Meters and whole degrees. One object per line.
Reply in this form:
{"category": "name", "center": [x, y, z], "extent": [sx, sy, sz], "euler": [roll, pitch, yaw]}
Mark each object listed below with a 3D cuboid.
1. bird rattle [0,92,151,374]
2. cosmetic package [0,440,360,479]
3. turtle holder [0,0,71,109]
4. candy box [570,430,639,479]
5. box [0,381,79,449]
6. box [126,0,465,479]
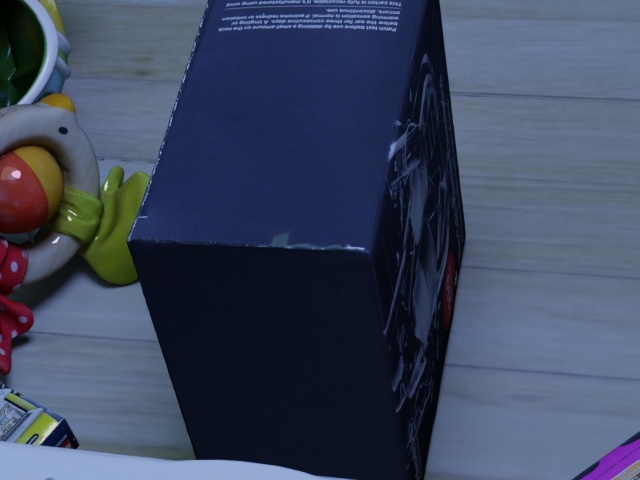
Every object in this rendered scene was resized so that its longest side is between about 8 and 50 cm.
{"category": "bird rattle", "center": [-0.273, -0.018, 1.608], "extent": [0.253, 0.207, 0.143], "euler": [-27, 30, -25]}
{"category": "cosmetic package", "center": [-0.060, 0.368, 1.056], "extent": [0.329, 0.394, 0.327], "euler": [5, 50, 7]}
{"category": "turtle holder", "center": [-0.329, -0.178, 1.699], "extent": [0.320, 0.243, 0.227], "euler": [-31, 14, -33]}
{"category": "candy box", "center": [0.290, 0.249, 1.334], "extent": [0.159, 0.071, 0.233], "euler": [-32, 50, -17]}
{"category": "box", "center": [-0.332, 0.209, 1.474], "extent": [0.159, 0.044, 0.233], "euler": [24, 60, 32]}
{"category": "box", "center": [0.000, 0.000, 1.430], "extent": [0.178, 0.343, 0.313], "euler": [3, 50, 13]}
